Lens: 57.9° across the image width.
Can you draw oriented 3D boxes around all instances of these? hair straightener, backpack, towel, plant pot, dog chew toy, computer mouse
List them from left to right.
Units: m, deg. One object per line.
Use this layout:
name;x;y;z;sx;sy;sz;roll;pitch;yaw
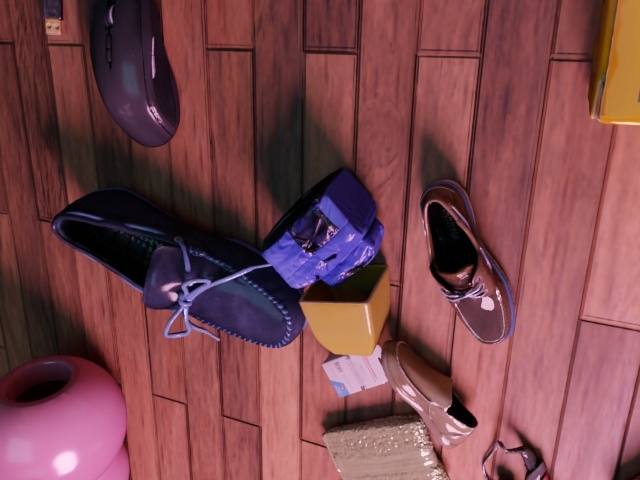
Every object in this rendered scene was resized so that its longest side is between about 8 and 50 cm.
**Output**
dog chew toy;-0.382;0.340;0.869;0.206;0.206;0.332;9;119;22
computer mouse;-0.267;-0.240;0.691;0.183;0.060;0.262;4;108;23
backpack;0.000;0.000;0.627;0.120;0.098;0.101;-38;93;29
plant pot;0.035;0.083;0.651;0.081;0.081;0.083;-1;116;25
towel;0.079;0.271;0.722;0.148;0.027;0.110;-20;97;30
hair straightener;0.240;0.329;0.654;0.089;0.047;0.231;-23;96;29

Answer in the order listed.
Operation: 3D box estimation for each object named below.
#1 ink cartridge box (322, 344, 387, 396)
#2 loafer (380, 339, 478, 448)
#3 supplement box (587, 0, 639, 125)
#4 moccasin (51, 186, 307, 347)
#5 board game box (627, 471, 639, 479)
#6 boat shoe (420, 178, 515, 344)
ink cartridge box;0.050;0.150;0.693;0.083;0.028;0.048;-26;95;30
loafer;0.124;0.167;0.652;0.050;0.056;0.148;-34;101;29
supplement box;0.366;-0.167;0.346;0.356;0.195;0.194;9;110;21
moccasin;-0.182;0.049;0.716;0.341;0.117;0.138;22;115;17
board game box;0.402;0.284;0.565;0.170;0.048;0.141;41;121;7
boat shoe;0.142;0.031;0.588;0.066;0.066;0.183;-23;96;29
